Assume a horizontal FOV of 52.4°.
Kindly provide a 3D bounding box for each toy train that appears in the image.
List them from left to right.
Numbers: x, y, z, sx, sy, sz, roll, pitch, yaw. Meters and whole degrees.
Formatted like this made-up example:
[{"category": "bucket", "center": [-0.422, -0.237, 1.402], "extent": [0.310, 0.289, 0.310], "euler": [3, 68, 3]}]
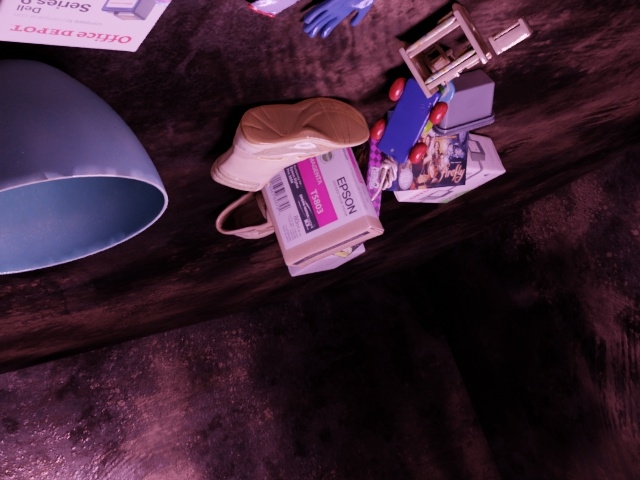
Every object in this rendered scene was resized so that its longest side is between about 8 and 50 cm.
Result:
[{"category": "toy train", "center": [0.166, -0.201, 1.230], "extent": [0.143, 0.105, 0.248], "euler": [-43, 162, -50]}]

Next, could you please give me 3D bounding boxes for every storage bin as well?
[{"category": "storage bin", "center": [0.280, -0.284, 1.297], "extent": [0.135, 0.098, 0.091], "euler": [-17, 140, -14]}]

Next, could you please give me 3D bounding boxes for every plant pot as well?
[{"category": "plant pot", "center": [-0.355, -0.100, 0.791], "extent": [0.290, 0.196, 0.290], "euler": [-19, 168, -4]}]

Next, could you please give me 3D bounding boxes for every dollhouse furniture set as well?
[{"category": "dollhouse furniture set", "center": [0.241, -0.337, 1.056], "extent": [0.181, 0.101, 0.161], "euler": [-28, -170, 31]}]

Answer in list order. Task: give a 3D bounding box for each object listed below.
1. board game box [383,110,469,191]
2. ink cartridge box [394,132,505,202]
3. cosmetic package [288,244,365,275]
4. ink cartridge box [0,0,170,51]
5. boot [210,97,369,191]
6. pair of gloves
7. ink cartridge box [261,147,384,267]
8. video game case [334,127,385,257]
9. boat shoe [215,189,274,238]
[{"category": "board game box", "center": [0.235, -0.196, 1.411], "extent": [0.243, 0.165, 0.042], "euler": [-9, -164, -42]}, {"category": "ink cartridge box", "center": [0.325, -0.188, 1.691], "extent": [0.198, 0.115, 0.272], "euler": [-29, 165, 35]}, {"category": "cosmetic package", "center": [0.000, 0.000, 1.898], "extent": [0.183, 0.151, 0.151], "euler": [-7, 163, -42]}, {"category": "ink cartridge box", "center": [-0.199, -0.267, 0.568], "extent": [0.154, 0.093, 0.212], "euler": [-9, 165, -44]}, {"category": "boot", "center": [-0.058, -0.170, 1.203], "extent": [0.261, 0.095, 0.203], "euler": [-12, 165, -32]}, {"category": "pair of gloves", "center": [0.011, -0.322, 0.830], "extent": [0.159, 0.023, 0.198], "euler": [-27, 166, 34]}, {"category": "ink cartridge box", "center": [-0.008, -0.088, 1.302], "extent": [0.193, 0.235, 0.088], "euler": [-25, 165, 19]}, {"category": "video game case", "center": [0.085, -0.100, 1.442], "extent": [0.041, 0.232, 0.210], "euler": [13, 159, -13]}, {"category": "boat shoe", "center": [-0.094, -0.082, 1.464], "extent": [0.341, 0.122, 0.110], "euler": [-27, 167, 34]}]
